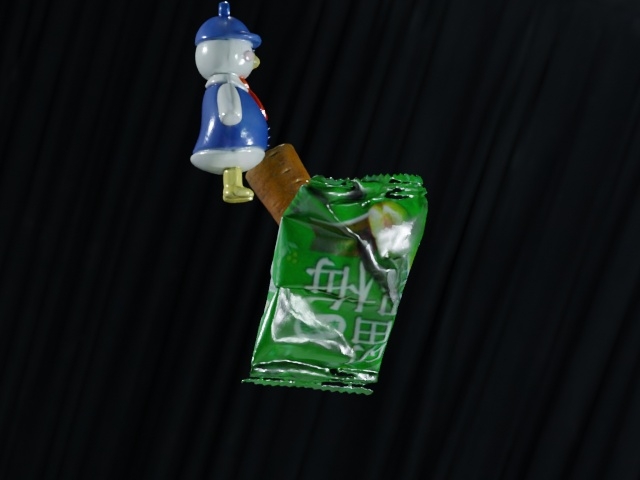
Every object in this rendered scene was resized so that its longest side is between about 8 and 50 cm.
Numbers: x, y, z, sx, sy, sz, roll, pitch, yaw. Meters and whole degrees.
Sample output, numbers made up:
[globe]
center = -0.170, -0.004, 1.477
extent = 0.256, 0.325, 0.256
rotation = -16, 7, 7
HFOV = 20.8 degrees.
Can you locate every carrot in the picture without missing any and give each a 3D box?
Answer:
[carrot]
center = 0.000, 0.000, 1.809
extent = 0.210, 0.061, 0.061
rotation = 57, 28, 16

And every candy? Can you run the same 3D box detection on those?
[candy]
center = 0.015, 0.035, 1.481
extent = 0.141, 0.203, 0.078
rotation = 10, 15, -27

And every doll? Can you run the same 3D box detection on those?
[doll]
center = -0.065, -0.098, 1.227
extent = 0.057, 0.143, 0.099
rotation = -3, -8, -5
